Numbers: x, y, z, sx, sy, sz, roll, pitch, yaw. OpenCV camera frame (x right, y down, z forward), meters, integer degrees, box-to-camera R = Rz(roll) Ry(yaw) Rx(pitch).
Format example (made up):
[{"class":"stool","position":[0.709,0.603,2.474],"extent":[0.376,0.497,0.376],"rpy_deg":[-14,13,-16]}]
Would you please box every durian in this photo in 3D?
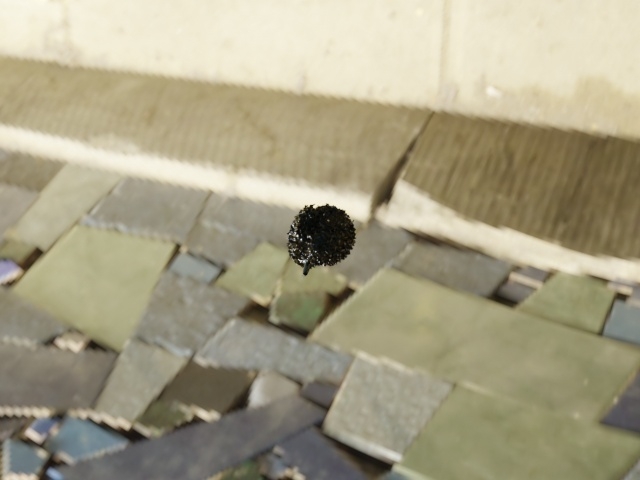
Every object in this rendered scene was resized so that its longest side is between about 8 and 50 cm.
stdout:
[{"class":"durian","position":[0.000,0.000,1.820],"extent":[0.080,0.091,0.080],"rpy_deg":[17,164,5]}]
